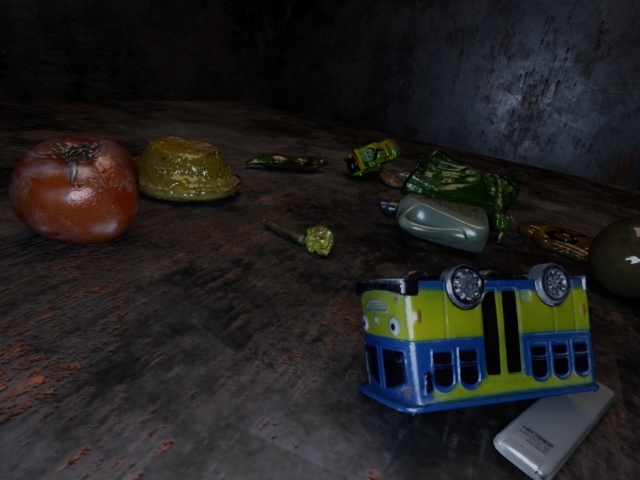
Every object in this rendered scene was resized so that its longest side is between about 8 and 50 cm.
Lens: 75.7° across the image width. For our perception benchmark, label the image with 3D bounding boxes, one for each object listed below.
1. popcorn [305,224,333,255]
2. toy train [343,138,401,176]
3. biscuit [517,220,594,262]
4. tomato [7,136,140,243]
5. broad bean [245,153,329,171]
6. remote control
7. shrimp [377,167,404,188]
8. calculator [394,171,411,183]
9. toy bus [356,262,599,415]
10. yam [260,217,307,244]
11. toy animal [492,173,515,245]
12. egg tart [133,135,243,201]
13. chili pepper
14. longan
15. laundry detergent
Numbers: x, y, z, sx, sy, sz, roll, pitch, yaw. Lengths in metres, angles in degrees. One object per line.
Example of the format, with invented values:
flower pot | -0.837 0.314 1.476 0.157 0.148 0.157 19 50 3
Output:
popcorn | 0.003 -0.002 0.929 0.068 0.059 0.083 -3 35 -28
toy train | 0.211 -0.338 1.664 0.161 0.100 0.296 -28 0 35
biscuit | 0.742 0.001 1.236 0.209 0.041 0.290 -13 31 -41
tomato | -0.461 -0.091 0.791 0.232 0.188 0.232 2 38 -2
broad bean | -0.115 -0.292 1.554 0.339 0.061 0.077 0 18 -24
remote control | 0.316 0.235 0.543 0.261 0.029 0.067 -8 28 -41
shrimp | 0.272 -0.244 1.630 0.092 0.043 0.184 5 29 -29
calculator | 0.470 -0.220 1.630 0.256 0.054 0.386 -7 27 -34
toy bus | 0.200 0.121 0.543 0.288 0.174 0.138 1 -7 -19
yam | -0.087 -0.025 0.983 0.130 0.027 0.033 26 67 30
toy animal | 0.534 -0.085 1.206 0.075 0.216 0.041 15 -18 -30
egg tart | -0.386 -0.211 1.171 0.342 0.132 0.341 9 24 -4
chili pepper | 0.430 -0.161 1.316 0.385 0.167 0.213 12 33 -15
longan | 0.745 0.041 0.955 0.220 0.196 0.196 13 23 -1
laundry detergent | 0.294 -0.058 1.113 0.281 0.105 0.215 14 25 7
